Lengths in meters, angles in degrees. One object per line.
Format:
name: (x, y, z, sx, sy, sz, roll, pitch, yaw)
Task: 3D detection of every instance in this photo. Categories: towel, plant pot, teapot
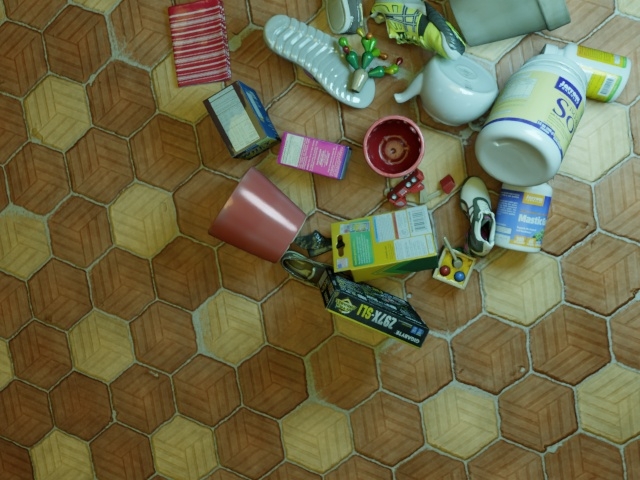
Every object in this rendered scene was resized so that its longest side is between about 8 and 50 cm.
towel: (-0.414, -0.674, 1.895, 0.198, 0.031, 0.275, -5, 95, 10)
plant pot: (0.234, -0.292, 1.762, 0.190, 0.174, 0.191, 1, 96, 9)
plant pot: (-0.195, -0.069, 1.820, 0.243, 0.275, 0.275, 33, 100, -7)
plant pot: (0.534, -0.724, 1.628, 0.280, 0.323, 0.324, -21, 93, 26)
teapot: (0.409, -0.442, 1.718, 0.256, 0.252, 0.187, 48, 139, 21)

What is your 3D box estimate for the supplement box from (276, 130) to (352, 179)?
supplement box: (-0.019, -0.280, 1.834, 0.219, 0.111, 0.114, 16, 99, 7)

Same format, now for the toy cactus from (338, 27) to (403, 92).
toy cactus: (0.148, -0.555, 1.755, 0.218, 0.112, 0.181, 21, 90, -27)

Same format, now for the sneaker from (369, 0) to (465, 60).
sneaker: (0.296, -0.648, 1.698, 0.147, 0.145, 0.385, -48, 54, 21)

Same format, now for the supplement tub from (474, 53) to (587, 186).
supplement tub: (0.612, -0.346, 1.598, 0.240, 0.241, 0.332, 30, 68, 4)

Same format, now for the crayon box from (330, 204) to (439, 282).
crayon box: (0.202, 0.014, 1.792, 0.322, 0.083, 0.203, -10, 52, 9)

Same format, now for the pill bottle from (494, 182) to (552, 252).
pill bottle: (0.633, -0.107, 1.733, 0.152, 0.152, 0.272, 10, 98, 7)

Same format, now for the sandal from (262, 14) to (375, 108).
sandal: (0.002, -0.582, 1.806, 0.416, 0.102, 0.170, 35, 81, -13)

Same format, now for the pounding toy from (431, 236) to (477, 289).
pounding toy: (0.431, 0.070, 1.807, 0.130, 0.100, 0.141, 21, 99, 5)

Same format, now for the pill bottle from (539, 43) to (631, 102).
pill bottle: (0.782, -0.512, 1.675, 0.245, 0.136, 0.137, 18, 98, 7)

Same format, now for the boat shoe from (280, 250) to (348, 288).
boat shoe: (-0.020, 0.117, 1.883, 0.257, 0.095, 0.095, 20, 99, 6)

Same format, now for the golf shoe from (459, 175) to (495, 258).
golf shoe: (0.508, -0.083, 1.745, 0.105, 0.120, 0.273, 1, 75, -10)

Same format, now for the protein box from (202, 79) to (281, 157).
protein box: (-0.250, -0.385, 1.813, 0.135, 0.200, 0.201, -27, 91, 11)

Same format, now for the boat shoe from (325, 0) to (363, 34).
boat shoe: (0.069, -0.821, 1.773, 0.116, 0.096, 0.325, -8, 92, 50)

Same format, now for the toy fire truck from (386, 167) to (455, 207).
toy fire truck: (0.327, -0.165, 1.815, 0.135, 0.047, 0.192, 35, 119, -25)

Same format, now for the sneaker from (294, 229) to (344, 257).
sneaker: (0.000, 0.000, 1.889, 0.170, 0.051, 0.089, -21, 83, 2)

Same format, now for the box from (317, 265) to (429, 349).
box: (0.159, 0.206, 1.747, 0.321, 0.257, 0.080, 24, 98, -11)
